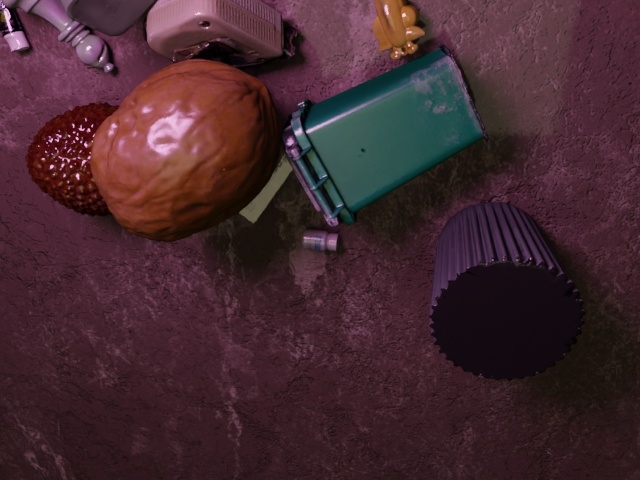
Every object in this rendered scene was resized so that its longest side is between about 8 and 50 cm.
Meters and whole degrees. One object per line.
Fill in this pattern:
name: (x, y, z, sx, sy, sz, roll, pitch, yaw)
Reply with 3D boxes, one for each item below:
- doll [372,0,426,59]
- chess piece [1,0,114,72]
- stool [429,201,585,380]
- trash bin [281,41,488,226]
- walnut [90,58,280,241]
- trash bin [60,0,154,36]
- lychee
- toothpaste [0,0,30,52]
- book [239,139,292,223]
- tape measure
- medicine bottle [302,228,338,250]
doll: (0.125, -0.509, 1.105, 0.117, 0.086, 0.291, -12, 112, 38)
chess piece: (-0.568, -0.487, 1.239, 0.139, 0.139, 0.272, -31, 119, 23)
stool: (0.387, 0.089, 1.231, 0.297, 0.330, 0.297, 4, 117, 8)
trash bin: (0.126, -0.224, 1.153, 0.381, 0.295, 0.259, -26, 110, 15)
walnut: (-0.256, -0.178, 1.101, 0.397, 0.354, 0.308, -33, 119, 21)
trash bin: (-0.428, -0.588, 1.032, 0.223, 0.158, 0.344, -33, 71, 24)
lychee: (-0.523, -0.183, 1.301, 0.275, 0.304, 0.276, 4, 96, 42)
toothpaste: (-0.739, -0.537, 1.282, 0.071, 0.045, 0.194, -12, 108, 16)
book: (-0.214, -0.206, 1.341, 0.282, 0.025, 0.215, 35, 103, -7)
tape measure: (-0.219, -0.420, 1.145, 0.231, 0.271, 0.133, -6, 86, 36)
medicine bottle: (0.000, 0.000, 1.415, 0.089, 0.052, 0.052, 7, 118, 6)
